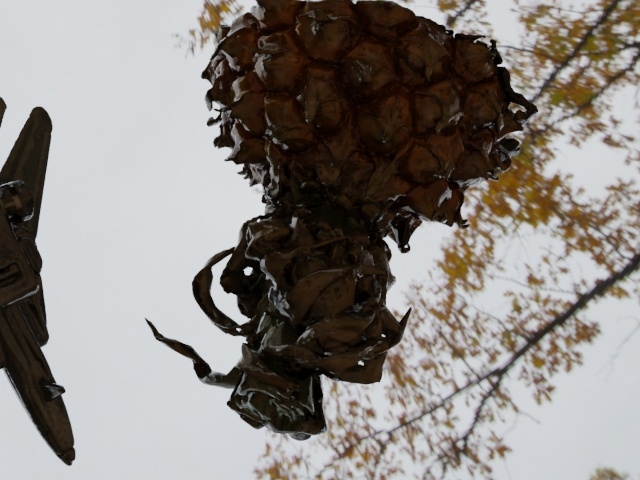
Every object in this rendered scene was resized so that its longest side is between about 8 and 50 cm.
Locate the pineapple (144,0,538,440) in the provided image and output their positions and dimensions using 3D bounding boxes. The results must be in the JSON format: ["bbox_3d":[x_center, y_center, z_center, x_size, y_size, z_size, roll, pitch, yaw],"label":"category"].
[{"bbox_3d":[0.000,0.000,0.789,0.262,0.262,0.271,23,-115,-13],"label":"pineapple"}]

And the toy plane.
[{"bbox_3d":[-0.228,0.038,0.774,0.212,0.088,0.267,-29,-88,-37],"label":"toy plane"}]
